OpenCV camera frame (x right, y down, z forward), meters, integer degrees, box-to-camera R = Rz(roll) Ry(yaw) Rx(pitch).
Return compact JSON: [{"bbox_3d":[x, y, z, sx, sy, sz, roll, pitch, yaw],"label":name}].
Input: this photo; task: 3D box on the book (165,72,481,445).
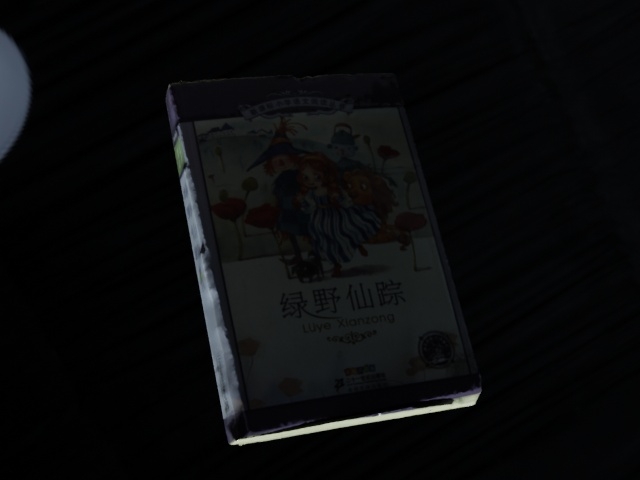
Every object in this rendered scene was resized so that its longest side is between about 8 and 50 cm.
[{"bbox_3d":[0.000,0.000,0.626,0.026,0.157,0.231,122,138,-62],"label":"book"}]
